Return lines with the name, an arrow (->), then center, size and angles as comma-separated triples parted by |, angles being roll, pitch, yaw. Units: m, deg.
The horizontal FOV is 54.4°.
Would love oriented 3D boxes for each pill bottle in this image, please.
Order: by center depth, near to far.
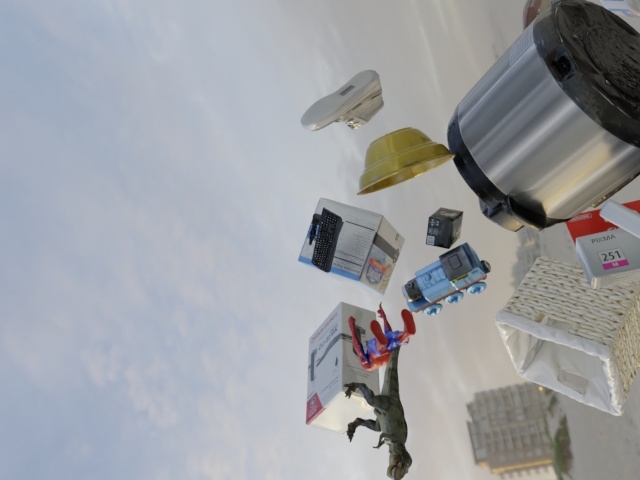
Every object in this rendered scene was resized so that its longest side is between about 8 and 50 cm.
pill bottle -> 0.731, -0.586, 1.449 | 0.221, 0.124, 0.124 | -83, -31, -68

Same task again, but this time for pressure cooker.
pressure cooker -> 0.478, -0.236, 1.309 | 0.370, 0.420, 0.375 | -19, -109, -38

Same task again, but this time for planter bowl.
planter bowl -> 0.160, -0.174, 1.285 | 0.090, 0.217, 0.217 | 68, -160, 4

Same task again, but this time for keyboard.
keyboard -> 0.000, 0.000, 1.808 | 0.038, 0.100, 0.192 | -22, -48, -47

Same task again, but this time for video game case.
video game case -> 0.638, 0.040, 1.008 | 0.329, 0.036, 0.300 | 38, -161, 31

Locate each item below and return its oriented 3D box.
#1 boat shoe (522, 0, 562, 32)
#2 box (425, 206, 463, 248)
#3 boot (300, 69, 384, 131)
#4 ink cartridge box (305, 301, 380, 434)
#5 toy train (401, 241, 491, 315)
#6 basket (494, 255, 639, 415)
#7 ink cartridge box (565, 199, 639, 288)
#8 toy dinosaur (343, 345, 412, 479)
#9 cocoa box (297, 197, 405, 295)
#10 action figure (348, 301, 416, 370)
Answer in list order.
boat shoe -> 0.547, -0.568, 1.425 | 0.116, 0.123, 0.324 | -86, -2, -63
box -> 0.255, -0.026, 1.279 | 0.083, 0.052, 0.062 | -33, -49, -56
boot -> 0.070, -0.339, 1.669 | 0.095, 0.258, 0.123 | 39, 161, 45
ink cartridge box -> 0.056, 0.326, 1.612 | 0.114, 0.197, 0.272 | 21, -138, -17
toy train -> 0.242, 0.080, 1.224 | 0.105, 0.184, 0.080 | 38, -151, -48
basket -> 0.730, 0.266, 1.775 | 0.266, 0.328, 0.331 | -50, -48, -22
ink cartridge box -> 0.759, -0.017, 1.506 | 0.060, 0.275, 0.238 | 65, -164, -48
toy dinosaur -> 0.105, 0.311, 1.150 | 0.064, 0.118, 0.268 | 64, -158, -54
cocoa box -> 0.112, 0.030, 2.104 | 0.227, 0.232, 0.347 | -70, -22, -6
action figure -> 0.108, 0.169, 1.204 | 0.280, 0.092, 0.139 | 94, 157, -65
